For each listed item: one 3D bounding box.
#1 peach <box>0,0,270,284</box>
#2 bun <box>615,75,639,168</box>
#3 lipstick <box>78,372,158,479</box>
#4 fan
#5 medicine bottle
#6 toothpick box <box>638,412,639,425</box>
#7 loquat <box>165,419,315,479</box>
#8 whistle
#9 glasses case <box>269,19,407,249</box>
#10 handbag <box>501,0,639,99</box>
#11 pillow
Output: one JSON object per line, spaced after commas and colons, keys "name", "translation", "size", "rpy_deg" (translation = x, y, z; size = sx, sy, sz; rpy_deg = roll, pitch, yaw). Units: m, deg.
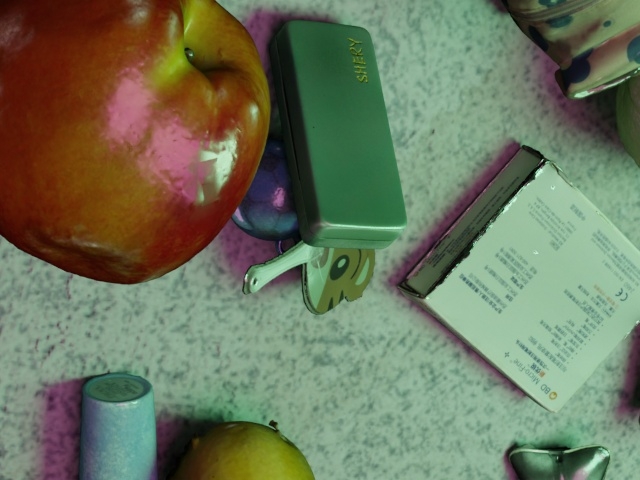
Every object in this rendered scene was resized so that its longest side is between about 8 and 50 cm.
{"name": "peach", "translation": [-0.150, -0.081, 1.067], "size": [0.199, 0.243, 0.243], "rpy_deg": [-6, 116, -56]}
{"name": "bun", "translation": [0.360, -0.149, 1.245], "size": [0.273, 0.273, 0.168], "rpy_deg": [-31, 73, -8]}
{"name": "lipstick", "translation": [-0.170, 0.249, 1.275], "size": [0.068, 0.061, 0.274], "rpy_deg": [-3, 111, -16]}
{"name": "fan", "translation": [0.000, 0.000, 1.197], "size": [0.227, 0.008, 0.152], "rpy_deg": [-28, 130, -58]}
{"name": "medicine bottle", "translation": [0.195, 0.040, 1.343], "size": [0.201, 0.052, 0.171], "rpy_deg": [39, 92, -29]}
{"name": "toothpick box", "translation": [0.359, 0.112, 1.407], "size": [0.098, 0.098, 0.148], "rpy_deg": [0, 110, -21]}
{"name": "loquat", "translation": [-0.066, 0.218, 1.261], "size": [0.141, 0.141, 0.141], "rpy_deg": [-7, 112, -19]}
{"name": "whistle", "translation": [-0.043, -0.057, 1.199], "size": [0.090, 0.090, 0.157], "rpy_deg": [-19, 108, -13]}
{"name": "glasses case", "translation": [0.012, -0.083, 1.166], "size": [0.078, 0.184, 0.039], "rpy_deg": [2, 153, -25]}
{"name": "handbag", "translation": [0.207, -0.236, 1.140], "size": [0.193, 0.251, 0.190], "rpy_deg": [-35, 114, 9]}
{"name": "pillow", "translation": [0.231, 0.252, 1.434], "size": [0.091, 0.055, 0.135], "rpy_deg": [-11, 111, -15]}
